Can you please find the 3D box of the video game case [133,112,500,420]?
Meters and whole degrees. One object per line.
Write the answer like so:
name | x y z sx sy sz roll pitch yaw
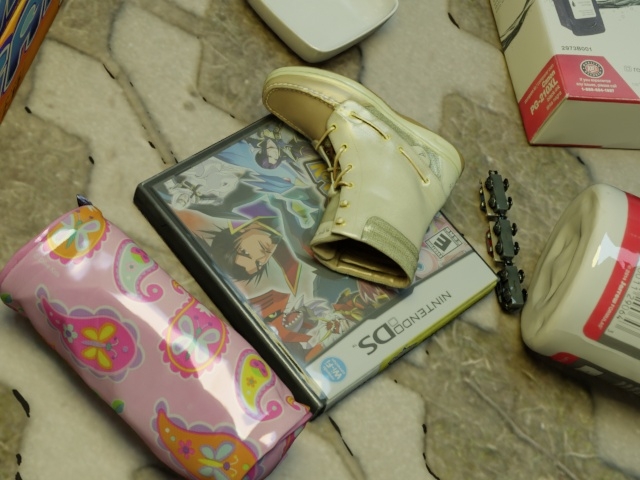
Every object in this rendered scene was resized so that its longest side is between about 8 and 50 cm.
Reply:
video game case | 0.000 0.000 1.236 0.248 0.035 0.275 -32 75 -31

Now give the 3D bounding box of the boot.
boot | 0.018 -0.061 1.213 0.213 0.077 0.165 29 57 -4

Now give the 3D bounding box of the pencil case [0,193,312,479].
pencil case | -0.142 0.095 1.085 0.284 0.124 0.124 41 56 9

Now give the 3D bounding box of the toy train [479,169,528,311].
toy train | 0.184 0.000 1.298 0.027 0.036 0.158 4 61 -16

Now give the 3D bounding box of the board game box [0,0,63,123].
board game box | -0.408 -0.286 1.073 0.356 0.356 0.356 21 56 -6

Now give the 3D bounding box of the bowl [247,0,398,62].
bowl | -0.005 -0.257 1.376 0.142 0.053 0.142 -36 77 -31

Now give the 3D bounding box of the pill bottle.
pill bottle | 0.370 0.083 1.227 0.319 0.176 0.176 23 56 -4

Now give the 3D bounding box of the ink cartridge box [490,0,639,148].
ink cartridge box | 0.301 -0.227 1.433 0.172 0.100 0.237 1 61 -19
